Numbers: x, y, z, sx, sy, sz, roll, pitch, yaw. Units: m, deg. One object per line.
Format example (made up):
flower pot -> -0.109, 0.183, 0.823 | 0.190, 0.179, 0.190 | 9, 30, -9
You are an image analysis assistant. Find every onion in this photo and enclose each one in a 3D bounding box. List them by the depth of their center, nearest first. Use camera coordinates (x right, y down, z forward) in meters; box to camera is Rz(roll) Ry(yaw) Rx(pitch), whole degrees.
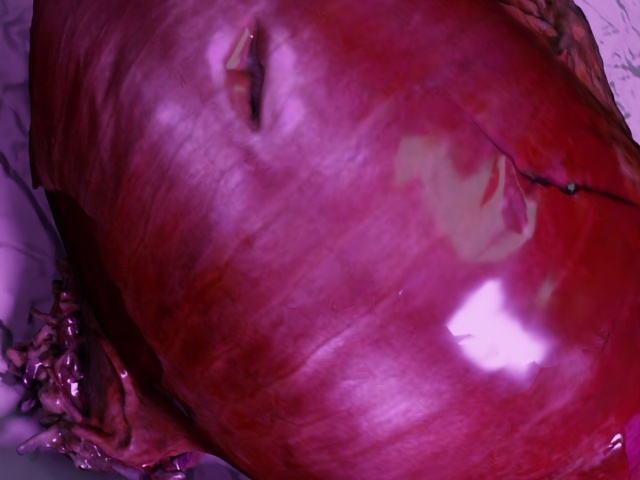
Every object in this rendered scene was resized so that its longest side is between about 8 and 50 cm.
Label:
onion -> 0.000, 0.000, 0.690 | 0.347, 0.285, 0.347 | 49, 9, -11
